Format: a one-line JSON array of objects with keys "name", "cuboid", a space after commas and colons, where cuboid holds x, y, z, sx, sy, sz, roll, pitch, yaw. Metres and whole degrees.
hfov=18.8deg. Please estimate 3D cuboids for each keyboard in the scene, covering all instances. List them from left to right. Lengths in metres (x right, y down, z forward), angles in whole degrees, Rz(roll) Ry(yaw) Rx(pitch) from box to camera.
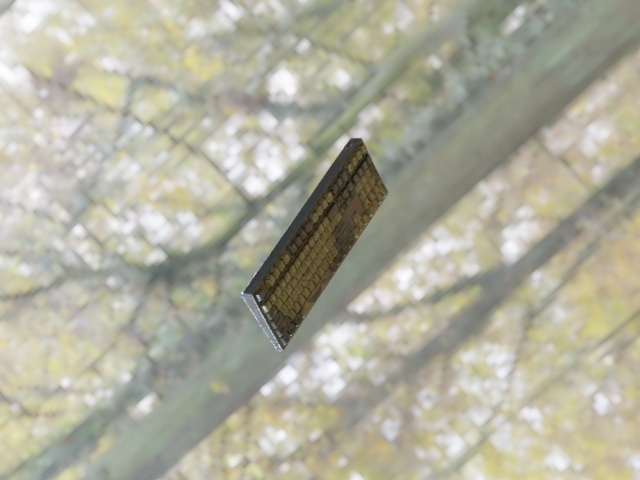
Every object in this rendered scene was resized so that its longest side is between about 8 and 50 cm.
[{"name": "keyboard", "cuboid": [-0.001, 0.000, 1.382, 0.176, 0.014, 0.055, -55, -51, -39]}]
